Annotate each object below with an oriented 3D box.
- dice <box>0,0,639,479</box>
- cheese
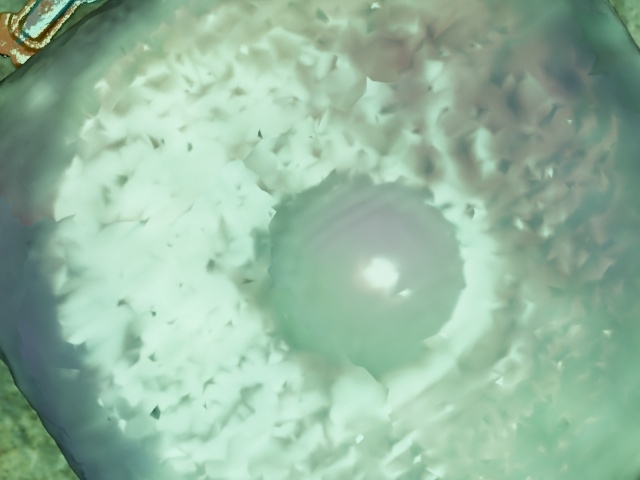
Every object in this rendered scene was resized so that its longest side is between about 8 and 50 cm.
[{"bbox_3d":[0.000,0.000,0.642,0.270,0.271,0.270,-34,99,-5],"label":"dice"},{"bbox_3d":[-0.127,-0.135,0.736,0.047,0.017,0.111,41,87,-8],"label":"cheese"}]
